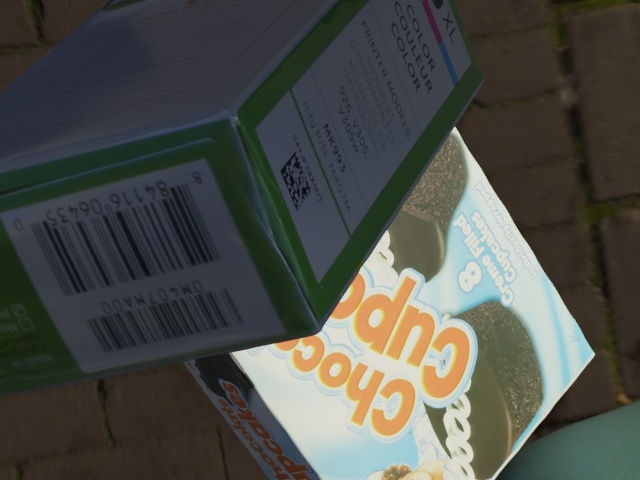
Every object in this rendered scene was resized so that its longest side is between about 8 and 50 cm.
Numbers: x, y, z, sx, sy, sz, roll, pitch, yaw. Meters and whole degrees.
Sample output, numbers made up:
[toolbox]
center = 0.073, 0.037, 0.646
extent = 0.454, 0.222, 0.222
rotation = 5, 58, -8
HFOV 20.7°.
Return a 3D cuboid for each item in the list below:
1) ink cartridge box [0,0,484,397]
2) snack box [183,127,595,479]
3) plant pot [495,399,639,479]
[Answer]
[ink cartridge box]
center = -0.023, -0.041, 0.501
extent = 0.109, 0.209, 0.062
rotation = -12, 113, 27
[snack box]
center = 0.000, 0.000, 0.899
extent = 0.187, 0.060, 0.322
rotation = -46, 115, -27
[plant pot]
center = 0.218, 0.230, 1.173
extent = 0.255, 0.272, 0.271
rotation = -41, 100, 14
